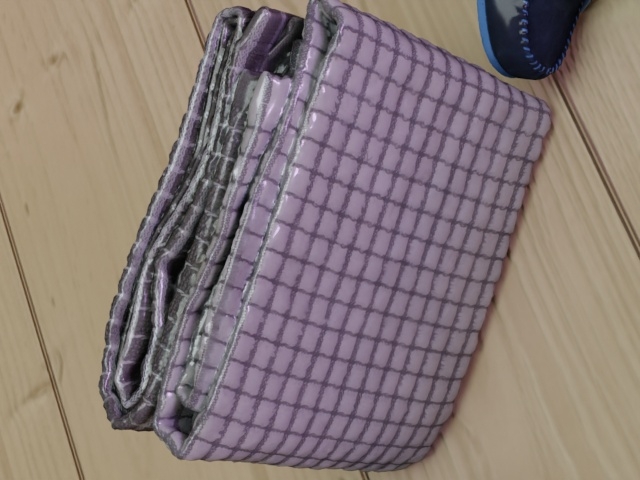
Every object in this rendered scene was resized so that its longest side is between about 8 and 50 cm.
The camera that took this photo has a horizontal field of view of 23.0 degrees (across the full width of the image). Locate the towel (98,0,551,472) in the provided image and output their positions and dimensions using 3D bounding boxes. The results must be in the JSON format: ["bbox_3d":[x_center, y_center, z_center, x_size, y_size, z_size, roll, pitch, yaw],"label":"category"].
[{"bbox_3d":[0.000,0.000,0.998,0.121,0.235,0.284,21,94,43],"label":"towel"}]

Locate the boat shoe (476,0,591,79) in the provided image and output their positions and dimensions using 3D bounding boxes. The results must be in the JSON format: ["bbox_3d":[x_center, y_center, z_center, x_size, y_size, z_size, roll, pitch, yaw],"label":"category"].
[{"bbox_3d":[0.163,-0.229,0.995,0.089,0.109,0.258,10,90,34],"label":"boat shoe"}]
